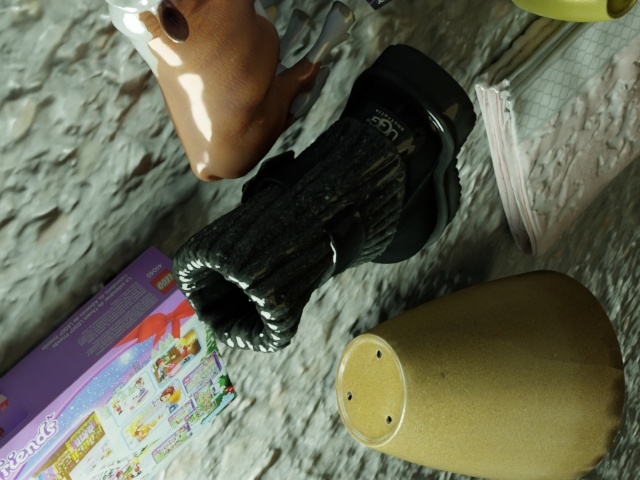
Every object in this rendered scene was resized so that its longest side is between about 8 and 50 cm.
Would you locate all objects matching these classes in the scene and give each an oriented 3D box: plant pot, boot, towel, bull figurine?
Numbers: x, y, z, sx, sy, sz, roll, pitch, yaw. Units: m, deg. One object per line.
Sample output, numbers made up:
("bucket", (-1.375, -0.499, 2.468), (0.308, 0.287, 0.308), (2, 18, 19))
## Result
("plant pot", (0.262, -0.266, 1.712), (0.134, 0.095, 0.134), (-35, 143, -31))
("boot", (-0.003, -0.003, 1.504), (0.260, 0.131, 0.348), (-49, 167, -16))
("plant pot", (0.150, 0.151, 1.878), (0.254, 0.237, 0.237), (0, 121, -36))
("towel", (0.311, -0.175, 1.915), (0.332, 0.053, 0.317), (-45, 148, -14))
("bull figurine", (-0.074, -0.172, 1.331), (0.188, 0.101, 0.310), (-44, 153, -19))

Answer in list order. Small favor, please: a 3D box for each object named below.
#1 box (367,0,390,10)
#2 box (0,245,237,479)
("box", (0.061, -0.263, 1.458), (0.116, 0.029, 0.162), (-30, 153, 11))
("box", (-0.210, 0.166, 1.522), (0.293, 0.057, 0.201), (-42, 148, -19))
